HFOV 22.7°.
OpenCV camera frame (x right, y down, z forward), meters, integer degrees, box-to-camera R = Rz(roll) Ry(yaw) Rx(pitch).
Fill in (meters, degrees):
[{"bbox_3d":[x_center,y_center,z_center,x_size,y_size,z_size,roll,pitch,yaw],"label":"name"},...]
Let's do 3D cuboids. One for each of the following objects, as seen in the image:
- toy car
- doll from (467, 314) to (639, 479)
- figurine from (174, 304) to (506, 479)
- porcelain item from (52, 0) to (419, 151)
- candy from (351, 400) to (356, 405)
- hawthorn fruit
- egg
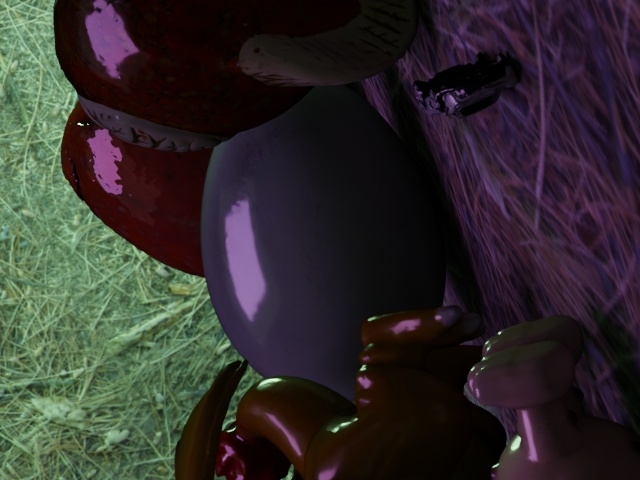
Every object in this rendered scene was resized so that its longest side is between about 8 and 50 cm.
[{"bbox_3d":[0.072,-0.074,0.785,0.093,0.041,0.025,-124,9,-81],"label":"toy car"},{"bbox_3d":[0.134,0.176,0.792,0.154,0.119,0.278,-15,-88,-73],"label":"doll"},{"bbox_3d":[0.046,0.252,1.017,0.401,0.268,0.387,101,168,-75],"label":"figurine"},{"bbox_3d":[-0.042,-0.161,0.997,0.253,0.253,0.253,158,90,-87],"label":"porcelain item"},{"bbox_3d":[0.061,0.177,1.739,0.195,0.137,0.185,71,176,-62],"label":"candy"},{"bbox_3d":[-0.073,-0.069,1.456,0.307,0.276,0.276,50,176,1],"label":"hawthorn fruit"},{"bbox_3d":[0.000,0.000,1.196,0.183,0.182,0.264,-118,13,-60],"label":"egg"}]
